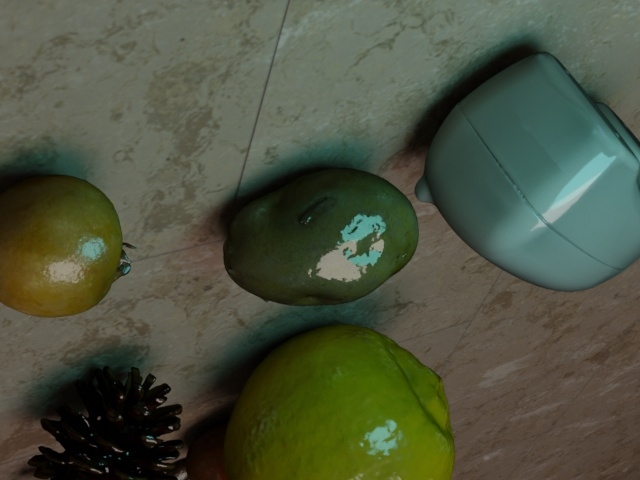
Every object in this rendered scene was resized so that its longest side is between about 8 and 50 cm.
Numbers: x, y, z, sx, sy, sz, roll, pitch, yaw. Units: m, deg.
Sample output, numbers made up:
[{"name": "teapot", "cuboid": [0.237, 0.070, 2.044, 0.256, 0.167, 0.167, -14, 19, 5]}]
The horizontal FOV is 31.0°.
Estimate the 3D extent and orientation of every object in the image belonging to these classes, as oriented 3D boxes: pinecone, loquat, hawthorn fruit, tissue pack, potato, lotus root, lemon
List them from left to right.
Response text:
[{"name": "loquat", "cuboid": [-0.266, 0.006, 1.149, 0.163, 0.137, 0.163, -16, 132, -18]}, {"name": "pinecone", "cuboid": [-0.272, 0.258, 1.517, 0.207, 0.208, 0.208, -22, 151, -13]}, {"name": "lotus root", "cuboid": [-0.242, 0.390, 1.908, 0.083, 0.030, 0.037, -29, 150, -2]}, {"name": "hawthorn fruit", "cuboid": [-0.120, 0.360, 1.828, 0.149, 0.189, 0.149, -50, 159, -28]}, {"name": "potato", "cuboid": [0.000, 0.000, 1.370, 0.235, 0.160, 0.178, -10, 123, -14]}, {"name": "lemon", "cuboid": [0.027, 0.292, 1.682, 0.348, 0.348, 0.348, -22, 151, -13]}, {"name": "tissue pack", "cuboid": [0.281, -0.063, 1.430, 0.236, 0.229, 0.333, -42, 150, 18]}]

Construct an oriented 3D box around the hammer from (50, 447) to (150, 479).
[{"name": "hammer", "cuboid": [-0.336, 0.382, 1.801, 0.158, 0.041, 0.226, -17, 149, -17]}]
